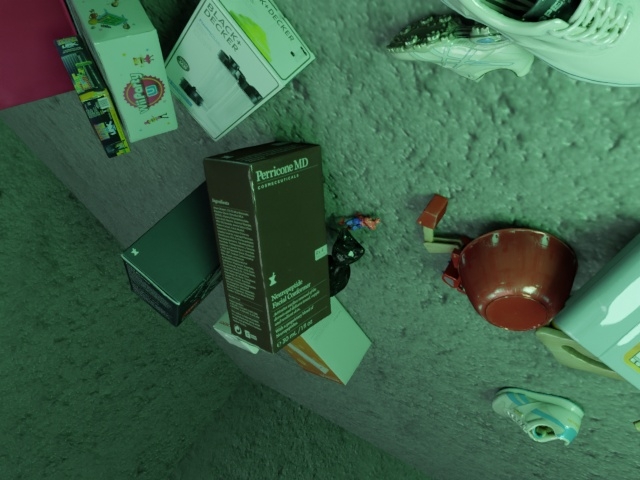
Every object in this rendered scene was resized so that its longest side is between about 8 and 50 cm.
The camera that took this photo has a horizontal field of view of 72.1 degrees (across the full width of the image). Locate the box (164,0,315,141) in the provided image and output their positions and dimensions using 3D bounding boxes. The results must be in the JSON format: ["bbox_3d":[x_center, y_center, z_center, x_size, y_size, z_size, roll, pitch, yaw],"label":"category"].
[{"bbox_3d":[-0.159,-0.299,0.757,0.169,0.087,0.290,49,151,-20],"label":"box"}]

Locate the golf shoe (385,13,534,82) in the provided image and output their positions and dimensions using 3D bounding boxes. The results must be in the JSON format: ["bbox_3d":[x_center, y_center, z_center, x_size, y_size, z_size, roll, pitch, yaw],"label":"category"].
[{"bbox_3d":[0.161,-0.219,0.520,0.176,0.069,0.086,15,150,40],"label":"golf shoe"}]

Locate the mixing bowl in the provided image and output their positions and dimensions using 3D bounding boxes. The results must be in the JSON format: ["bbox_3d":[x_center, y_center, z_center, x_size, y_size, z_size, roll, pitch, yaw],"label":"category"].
[{"bbox_3d":[0.307,0.078,0.695,0.182,0.098,0.181,12,137,11],"label":"mixing bowl"}]

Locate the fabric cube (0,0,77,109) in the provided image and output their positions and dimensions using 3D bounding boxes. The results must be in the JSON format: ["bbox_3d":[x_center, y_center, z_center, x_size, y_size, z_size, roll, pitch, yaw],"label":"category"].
[{"bbox_3d":[-0.644,-0.444,0.857,0.259,0.258,0.254,57,159,20],"label":"fabric cube"}]

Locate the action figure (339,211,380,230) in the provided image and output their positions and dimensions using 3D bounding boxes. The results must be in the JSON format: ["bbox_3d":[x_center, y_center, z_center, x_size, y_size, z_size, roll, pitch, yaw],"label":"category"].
[{"bbox_3d":[0.085,-0.039,0.920,0.038,0.030,0.115,46,159,-24],"label":"action figure"}]

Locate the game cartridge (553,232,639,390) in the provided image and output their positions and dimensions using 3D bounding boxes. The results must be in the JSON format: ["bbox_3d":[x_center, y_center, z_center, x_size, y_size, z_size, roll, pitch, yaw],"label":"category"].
[{"bbox_3d":[0.480,0.125,0.543,0.297,0.062,0.198,37,114,3],"label":"game cartridge"}]

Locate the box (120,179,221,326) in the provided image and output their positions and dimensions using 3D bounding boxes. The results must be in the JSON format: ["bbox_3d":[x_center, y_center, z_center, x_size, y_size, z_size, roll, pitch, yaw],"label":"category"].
[{"bbox_3d":[-0.327,0.028,1.179,0.179,0.343,0.312,40,153,0],"label":"box"}]

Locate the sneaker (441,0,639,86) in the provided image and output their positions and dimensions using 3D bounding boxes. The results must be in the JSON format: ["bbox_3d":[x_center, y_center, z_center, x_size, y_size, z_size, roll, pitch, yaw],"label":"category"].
[{"bbox_3d":[0.218,-0.199,0.389,0.259,0.091,0.094,20,123,2],"label":"sneaker"}]

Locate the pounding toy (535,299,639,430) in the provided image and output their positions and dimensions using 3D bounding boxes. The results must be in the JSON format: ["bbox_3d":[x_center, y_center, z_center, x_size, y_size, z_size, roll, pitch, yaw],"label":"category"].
[{"bbox_3d":[0.464,0.175,0.652,0.270,0.154,0.154,8,143,42],"label":"pounding toy"}]

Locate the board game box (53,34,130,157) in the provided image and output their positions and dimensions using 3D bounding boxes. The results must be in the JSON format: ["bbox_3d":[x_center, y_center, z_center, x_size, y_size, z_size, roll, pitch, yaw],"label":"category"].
[{"bbox_3d":[-0.414,-0.257,0.806,0.141,0.048,0.170,58,159,15],"label":"board game box"}]

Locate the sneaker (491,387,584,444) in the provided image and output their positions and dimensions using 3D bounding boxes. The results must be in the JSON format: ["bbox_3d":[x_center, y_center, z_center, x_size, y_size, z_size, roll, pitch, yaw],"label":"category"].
[{"bbox_3d":[0.497,0.417,1.048,0.087,0.092,0.229,43,154,-12],"label":"sneaker"}]

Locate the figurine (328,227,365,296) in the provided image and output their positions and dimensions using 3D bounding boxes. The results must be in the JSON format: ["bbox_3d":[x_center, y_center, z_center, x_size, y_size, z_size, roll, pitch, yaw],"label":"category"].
[{"bbox_3d":[0.000,0.000,0.999,0.215,0.092,0.209,48,150,13],"label":"figurine"}]

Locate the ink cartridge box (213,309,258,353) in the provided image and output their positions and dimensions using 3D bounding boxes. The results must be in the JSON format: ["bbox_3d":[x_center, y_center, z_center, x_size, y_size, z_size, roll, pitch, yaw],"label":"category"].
[{"bbox_3d":[-0.224,0.251,1.507,0.172,0.237,0.100,4,137,48],"label":"ink cartridge box"}]

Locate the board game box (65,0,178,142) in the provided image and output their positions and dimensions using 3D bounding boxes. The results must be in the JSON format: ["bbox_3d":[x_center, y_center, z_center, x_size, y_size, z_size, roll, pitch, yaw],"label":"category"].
[{"bbox_3d":[-0.370,-0.364,0.779,0.303,0.098,0.224,59,159,19],"label":"board game box"}]

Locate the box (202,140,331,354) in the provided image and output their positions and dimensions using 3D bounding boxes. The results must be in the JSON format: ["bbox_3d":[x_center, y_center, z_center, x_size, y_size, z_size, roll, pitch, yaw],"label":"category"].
[{"bbox_3d":[-0.092,0.008,0.881,0.143,0.191,0.380,12,118,38],"label":"box"}]

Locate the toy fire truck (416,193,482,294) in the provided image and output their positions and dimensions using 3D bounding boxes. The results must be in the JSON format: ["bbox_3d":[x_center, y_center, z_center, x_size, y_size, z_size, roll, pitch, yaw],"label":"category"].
[{"bbox_3d":[0.237,0.014,0.798,0.135,0.047,0.192,29,152,19],"label":"toy fire truck"}]

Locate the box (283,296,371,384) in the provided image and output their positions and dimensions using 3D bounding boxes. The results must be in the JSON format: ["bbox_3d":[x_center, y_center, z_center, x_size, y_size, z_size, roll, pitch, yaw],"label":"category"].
[{"bbox_3d":[-0.037,0.263,1.376,0.215,0.168,0.345,-1,134,51],"label":"box"}]
